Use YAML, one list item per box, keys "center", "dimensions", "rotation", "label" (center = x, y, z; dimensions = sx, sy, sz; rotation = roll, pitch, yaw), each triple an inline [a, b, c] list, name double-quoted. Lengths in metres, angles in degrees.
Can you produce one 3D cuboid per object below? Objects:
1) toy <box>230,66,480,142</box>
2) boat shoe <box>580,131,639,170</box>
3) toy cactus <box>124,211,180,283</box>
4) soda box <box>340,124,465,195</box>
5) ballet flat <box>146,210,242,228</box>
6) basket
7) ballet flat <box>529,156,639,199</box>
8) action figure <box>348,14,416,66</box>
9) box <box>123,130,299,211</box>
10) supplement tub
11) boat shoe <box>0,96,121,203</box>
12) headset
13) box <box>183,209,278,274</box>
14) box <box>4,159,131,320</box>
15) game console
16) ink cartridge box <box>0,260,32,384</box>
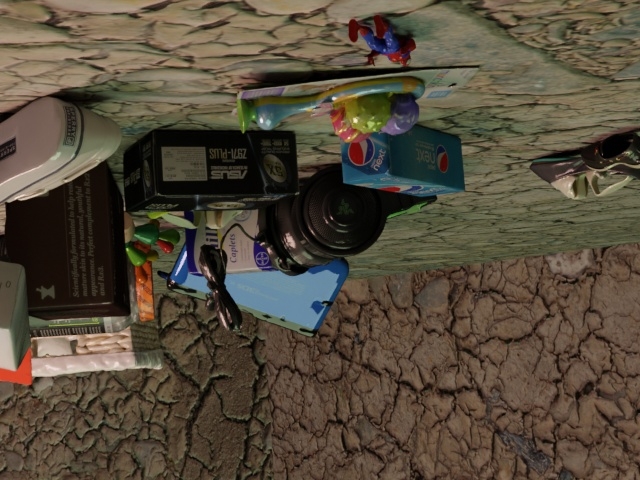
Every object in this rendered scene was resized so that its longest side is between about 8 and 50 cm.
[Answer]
- center: [0.032, -0.130, 1.312]
  dimensions: [0.237, 0.056, 0.137]
  rotation: [-3, 176, -8]
  label: "toy"
- center: [0.389, -0.121, 1.727]
  dimensions: [0.042, 0.049, 0.133]
  rotation: [35, 168, -21]
  label: "boat shoe"
- center: [-0.351, 0.001, 2.243]
  dimensions: [0.219, 0.112, 0.180]
  rotation: [6, 163, -9]
  label: "toy cactus"
- center: [0.103, -0.099, 1.587]
  dimensions: [0.067, 0.071, 0.210]
  rotation: [-7, 173, 31]
  label: "soda box"
- center: [-0.164, -0.054, 1.829]
  dimensions: [0.077, 0.077, 0.231]
  rotation: [-6, 174, 39]
  label: "ballet flat"
- center: [-0.519, 0.151, 2.721]
  dimensions: [0.328, 0.267, 0.331]
  rotation: [-4, 174, 3]
  label: "basket"
- center: [0.377, -0.094, 1.832]
  dimensions: [0.074, 0.074, 0.203]
  rotation: [1, 173, -40]
  label: "ballet flat"
- center: [0.057, -0.166, 1.109]
  dimensions: [0.038, 0.030, 0.115]
  rotation: [-11, 174, 20]
  label: "action figure"
- center: [-0.135, -0.082, 1.573]
  dimensions: [0.180, 0.078, 0.147]
  rotation: [-2, 175, -23]
  label: "box"
- center: [-0.472, 0.083, 2.430]
  dimensions: [0.316, 0.194, 0.193]
  rotation: [-2, 174, -7]
  label: "supplement tub"
- center: [-0.310, -0.087, 1.363]
  dimensions: [0.088, 0.096, 0.267]
  rotation: [8, 160, -44]
  label: "boat shoe"
- center: [0.000, 0.000, 1.890]
  dimensions: [0.394, 0.185, 0.243]
  rotation: [-15, 176, -32]
  label: "headset"
- center: [-0.140, -0.011, 2.038]
  dimensions: [0.137, 0.126, 0.072]
  rotation: [-5, 175, 9]
  label: "box"
- center: [-0.343, 0.009, 1.796]
  dimensions: [0.143, 0.191, 0.381]
  rotation: [-4, 175, -4]
  label: "box"
- center: [-0.128, 0.053, 2.371]
  dimensions: [0.293, 0.250, 0.173]
  rotation: [19, -151, -16]
  label: "game console"
- center: [-0.517, 0.119, 1.593]
  dimensions: [0.308, 0.091, 0.385]
  rotation: [9, 151, -6]
  label: "ink cartridge box"
